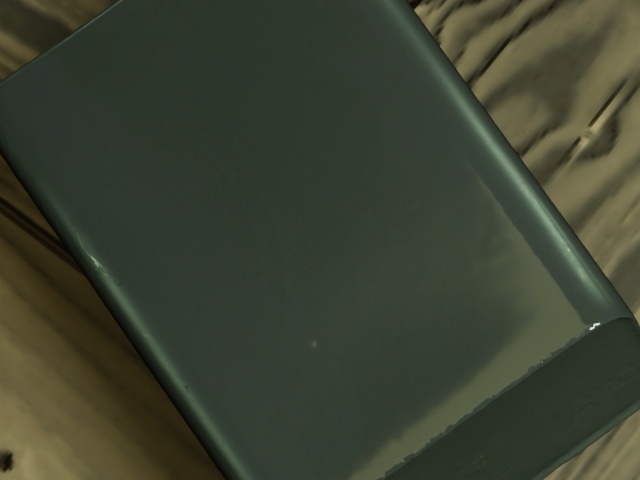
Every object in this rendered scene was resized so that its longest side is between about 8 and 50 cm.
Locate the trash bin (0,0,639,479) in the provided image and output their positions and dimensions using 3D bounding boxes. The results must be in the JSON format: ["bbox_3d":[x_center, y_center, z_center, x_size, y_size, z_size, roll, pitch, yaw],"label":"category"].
[{"bbox_3d":[0.000,0.000,0.731,0.165,0.115,0.225,-36,60,1],"label":"trash bin"}]
